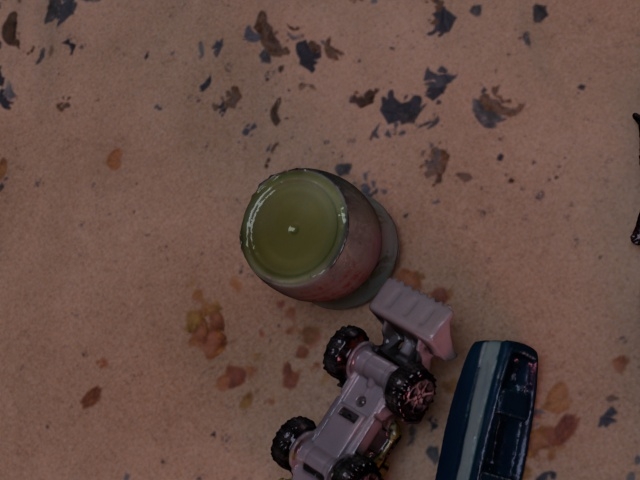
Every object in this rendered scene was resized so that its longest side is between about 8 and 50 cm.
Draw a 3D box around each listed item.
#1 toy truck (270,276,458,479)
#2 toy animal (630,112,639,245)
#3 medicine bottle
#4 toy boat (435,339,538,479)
[{"bbox_3d":[0.054,0.188,1.927,0.136,0.111,0.286,28,84,40],"label":"toy truck"},{"bbox_3d":[0.378,-0.090,1.913,0.105,0.070,0.202,11,82,36],"label":"toy animal"},{"bbox_3d":[0.000,0.000,1.978,0.147,0.143,0.147,-7,74,24],"label":"medicine bottle"},{"bbox_3d":[0.168,0.253,1.877,0.061,0.096,0.299,8,81,33],"label":"toy boat"}]
